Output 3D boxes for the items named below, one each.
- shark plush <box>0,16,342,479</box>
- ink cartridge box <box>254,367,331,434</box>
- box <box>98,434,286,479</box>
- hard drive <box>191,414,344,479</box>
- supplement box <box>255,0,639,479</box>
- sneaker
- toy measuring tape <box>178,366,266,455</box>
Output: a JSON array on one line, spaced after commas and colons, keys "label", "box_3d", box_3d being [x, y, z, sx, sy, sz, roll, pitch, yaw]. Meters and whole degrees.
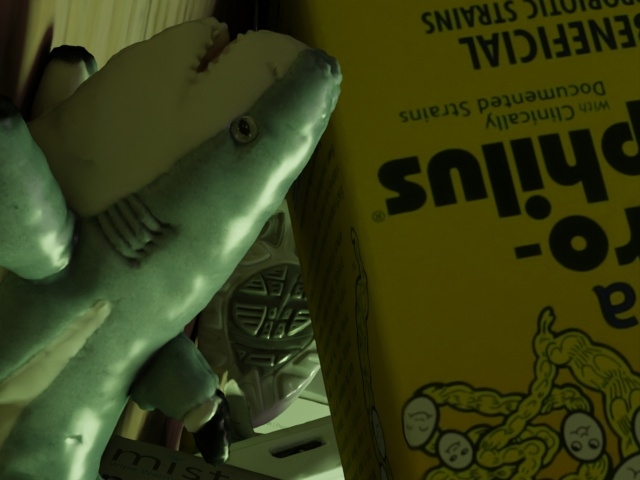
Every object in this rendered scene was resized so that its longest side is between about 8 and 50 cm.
[{"label": "shark plush", "box_3d": [-0.047, 0.030, 0.331, 0.073, 0.067, 0.161, -64, 170, -86]}, {"label": "ink cartridge box", "box_3d": [-0.038, 0.213, 1.541, 0.211, 0.122, 0.289, -73, 178, -62]}, {"label": "box", "box_3d": [-0.072, 0.244, 0.605, 0.231, 0.127, 0.261, -73, 178, -75]}, {"label": "hard drive", "box_3d": [-0.041, 0.232, 0.929, 0.040, 0.203, 0.307, 49, -42, 37]}, {"label": "supplement box", "box_3d": [0.099, 0.009, 0.707, 0.195, 0.194, 0.356, 104, -25, -71]}, {"label": "sneaker", "box_3d": [-0.030, 0.041, 1.050, 0.115, 0.090, 0.232, 110, -2, -51]}, {"label": "toy measuring tape", "box_3d": [-0.060, 0.170, 0.950, 0.330, 0.121, 0.121, 78, 26, -69]}]
